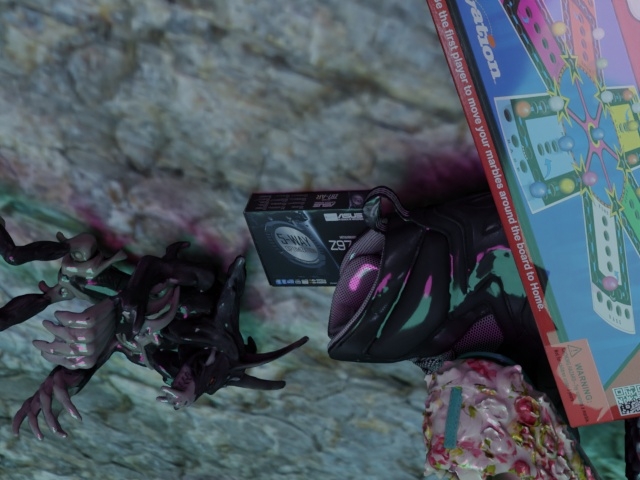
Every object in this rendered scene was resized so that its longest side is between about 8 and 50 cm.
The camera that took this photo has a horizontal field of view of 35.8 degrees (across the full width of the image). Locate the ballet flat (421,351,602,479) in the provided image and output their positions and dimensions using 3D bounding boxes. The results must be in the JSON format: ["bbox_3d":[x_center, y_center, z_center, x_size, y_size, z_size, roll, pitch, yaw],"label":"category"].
[{"bbox_3d":[0.125,0.160,0.552,0.091,0.077,0.241,-16,126,41],"label":"ballet flat"}]

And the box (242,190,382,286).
[{"bbox_3d":[0.000,0.000,0.630,0.083,0.018,0.067,0,132,18],"label":"box"}]

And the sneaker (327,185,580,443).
[{"bbox_3d":[0.081,0.071,0.604,0.153,0.101,0.268,3,128,4],"label":"sneaker"}]

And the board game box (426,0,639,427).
[{"bbox_3d":[0.144,-0.052,0.450,0.145,0.027,0.281,-16,104,24],"label":"board game box"}]

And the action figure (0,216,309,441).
[{"bbox_3d":[-0.154,0.056,0.652,0.276,0.141,0.164,25,134,-1],"label":"action figure"}]

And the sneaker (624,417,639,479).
[{"bbox_3d":[0.240,0.079,0.565,0.122,0.110,0.283,2,133,12],"label":"sneaker"}]
